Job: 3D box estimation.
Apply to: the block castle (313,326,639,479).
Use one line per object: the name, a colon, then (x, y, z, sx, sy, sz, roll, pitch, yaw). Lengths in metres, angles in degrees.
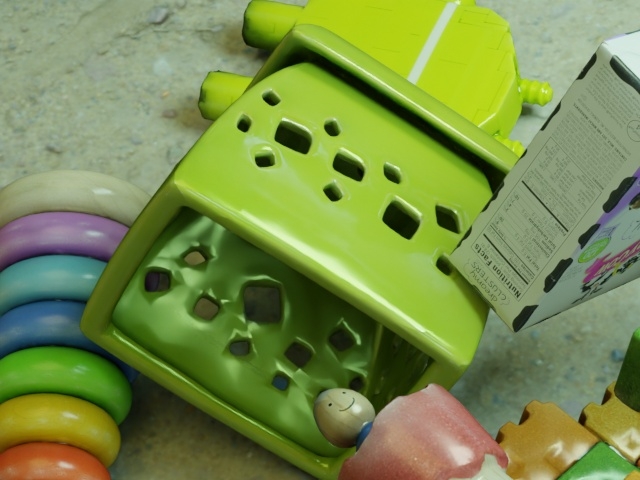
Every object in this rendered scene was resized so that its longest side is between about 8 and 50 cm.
block castle: (0.191, 0.117, 1.166, 0.213, 0.303, 0.453, 36, 54, 26)

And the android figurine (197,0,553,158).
android figurine: (0.047, -0.121, 1.575, 0.273, 0.056, 0.248, 12, 57, 22)

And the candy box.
candy box: (0.193, -0.047, 1.223, 0.165, 0.196, 0.070, -21, 62, -44)

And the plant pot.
plant pot: (0.000, 0.000, 1.351, 0.228, 0.227, 0.207, 33, 54, -5)

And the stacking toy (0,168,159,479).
stacking toy: (-0.187, 0.120, 1.414, 0.141, 0.141, 0.330, -4, 60, 10)
